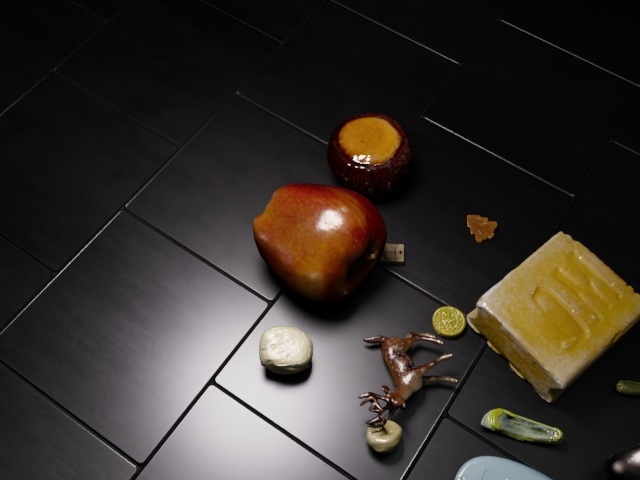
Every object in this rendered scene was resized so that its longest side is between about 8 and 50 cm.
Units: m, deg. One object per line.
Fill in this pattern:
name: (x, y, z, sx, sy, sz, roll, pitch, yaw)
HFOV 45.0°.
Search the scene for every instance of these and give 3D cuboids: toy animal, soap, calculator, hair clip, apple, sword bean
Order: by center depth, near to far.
toy animal: (0.730, 0.560, 1.661, 0.187, 0.165, 0.235, -9, 62, -6)
calculator: (0.439, 0.589, 1.701, 0.302, 0.042, 0.188, 22, 60, 14)
hair clip: (0.469, 0.434, 1.800, 0.188, 0.033, 0.060, 14, 58, 9)
toy animal: (0.190, 0.321, 1.823, 0.259, 0.087, 0.243, -14, 37, -13)
sword bean: (0.843, 0.375, 1.851, 0.269, 0.038, 0.043, 12, 34, 4)
soap: (0.577, 0.180, 1.890, 0.335, 0.156, 0.293, -34, 71, -19)
apple: (0.000, 0.000, 1.903, 0.316, 0.288, 0.288, 27, 61, 24)

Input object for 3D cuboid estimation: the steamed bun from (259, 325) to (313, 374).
steamed bun: (-0.082, 0.261, 1.844, 0.129, 0.091, 0.113, 4, 64, -4)

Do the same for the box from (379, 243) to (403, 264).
box: (0.177, 0.035, 2.030, 0.083, 0.024, 0.053, 2, 59, 0)

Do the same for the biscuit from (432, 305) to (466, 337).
biscuit: (0.321, 0.204, 1.936, 0.083, 0.023, 0.084, 0, 58, -1)

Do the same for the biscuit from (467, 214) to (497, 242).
biscuit: (0.430, -0.035, 2.087, 0.092, 0.016, 0.082, 39, 70, 20)

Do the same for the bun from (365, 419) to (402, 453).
bun: (0.144, 0.450, 1.762, 0.086, 0.055, 0.086, -3, 31, 2)

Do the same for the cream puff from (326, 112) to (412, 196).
cream puff: (0.134, -0.226, 2.101, 0.238, 0.165, 0.239, -1, 56, 1)
